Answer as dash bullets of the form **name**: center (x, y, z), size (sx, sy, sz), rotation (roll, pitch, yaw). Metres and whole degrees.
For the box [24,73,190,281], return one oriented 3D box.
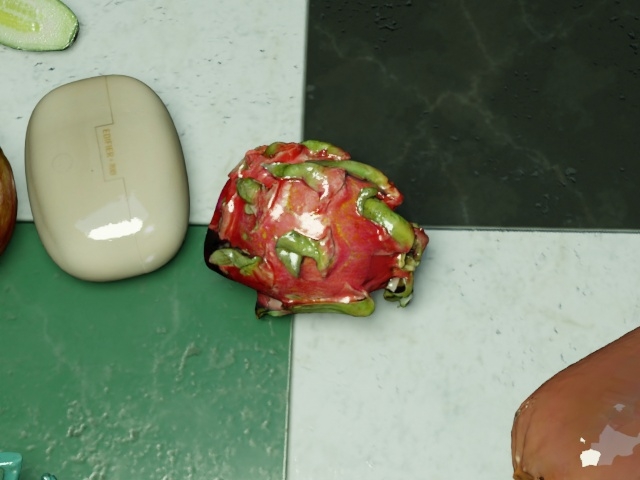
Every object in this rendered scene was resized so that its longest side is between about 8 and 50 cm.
- **box**: center (-0.196, -0.059, 1.190), size (0.145, 0.088, 0.200), rotation (-12, 67, -5)

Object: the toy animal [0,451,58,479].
- **toy animal**: center (-0.272, 0.274, 1.038), size (0.103, 0.100, 0.208), rotation (29, 79, -27)

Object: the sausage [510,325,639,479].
- **sausage**: center (0.283, 0.144, 1.054), size (0.279, 0.152, 0.152), rotation (-25, 67, -9)

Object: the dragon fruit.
- **dragon fruit**: center (0.000, 0.000, 1.129), size (0.172, 0.167, 0.160), rotation (18, 28, 21)

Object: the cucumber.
- **cucumber**: center (-0.289, -0.218, 1.294), size (0.107, 0.035, 0.067), rotation (23, 86, 10)

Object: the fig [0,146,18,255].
- **fig**: center (-0.343, -0.005, 1.143), size (0.175, 0.175, 0.207), rotation (-20, 81, -7)
